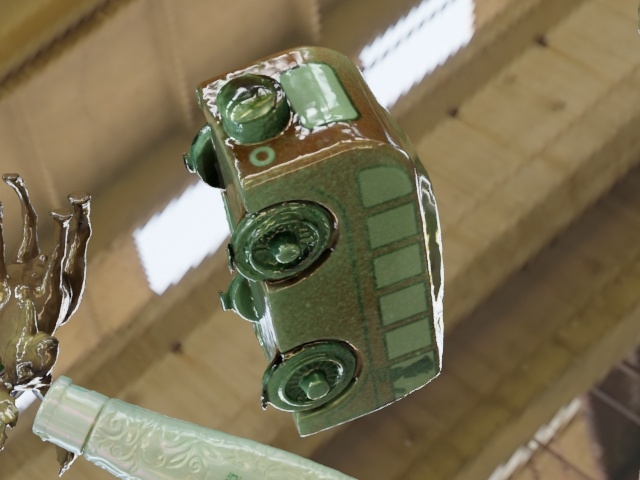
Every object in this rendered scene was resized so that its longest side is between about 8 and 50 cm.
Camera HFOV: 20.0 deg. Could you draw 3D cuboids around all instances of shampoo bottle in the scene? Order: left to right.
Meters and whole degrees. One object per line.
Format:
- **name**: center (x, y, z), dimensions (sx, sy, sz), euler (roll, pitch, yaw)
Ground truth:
- **shampoo bottle**: center (-0.062, 0.127, 0.982), dimensions (0.041, 0.190, 0.069), euler (-65, 0, -68)

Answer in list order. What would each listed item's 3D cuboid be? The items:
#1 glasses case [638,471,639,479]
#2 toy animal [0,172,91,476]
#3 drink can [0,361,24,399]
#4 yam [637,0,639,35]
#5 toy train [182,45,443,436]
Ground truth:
- **glasses case**: center (0.289, 0.183, 1.438), dimensions (0.074, 0.049, 0.193), euler (20, -106, -40)
- **toy animal**: center (-0.200, 0.062, 1.267), dimensions (0.214, 0.093, 0.186), euler (-79, -3, -75)
- **drink can**: center (-0.356, 0.057, 1.595), dimensions (0.235, 0.097, 0.097), euler (29, -85, -24)
- **yam**: center (0.342, -0.152, 1.618), dimensions (0.107, 0.194, 0.107), euler (-1, -49, -1)
- **toy train**: center (0.000, 0.000, 1.299), dimensions (0.159, 0.129, 0.326), euler (-21, -42, -9)
